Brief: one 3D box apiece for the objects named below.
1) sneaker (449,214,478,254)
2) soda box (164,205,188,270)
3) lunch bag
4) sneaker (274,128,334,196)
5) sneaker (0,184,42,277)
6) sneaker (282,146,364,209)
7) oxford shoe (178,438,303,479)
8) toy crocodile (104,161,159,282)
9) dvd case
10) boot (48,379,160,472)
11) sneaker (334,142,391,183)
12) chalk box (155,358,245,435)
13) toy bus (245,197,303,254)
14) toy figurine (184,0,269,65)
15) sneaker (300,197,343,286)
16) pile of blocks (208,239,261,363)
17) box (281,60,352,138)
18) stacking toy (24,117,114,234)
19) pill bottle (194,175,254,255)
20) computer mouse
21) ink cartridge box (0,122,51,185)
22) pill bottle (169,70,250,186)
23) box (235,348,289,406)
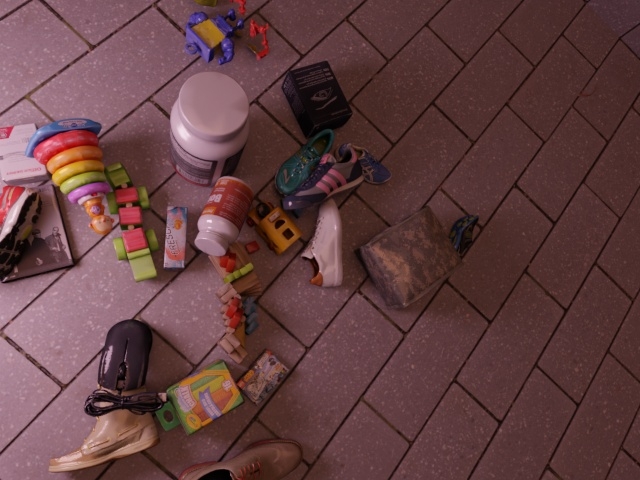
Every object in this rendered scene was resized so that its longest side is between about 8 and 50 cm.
[{"bbox_3d":[0.502,-0.015,1.723,0.078,0.067,0.188,45,66,-26],"label":"sneaker"},{"bbox_3d":[-0.419,-0.004,1.420,0.058,0.063,0.183,3,77,-17],"label":"soda box"},{"bbox_3d":[0.295,0.050,1.580,0.287,0.169,0.235,-30,88,-17],"label":"lunch bag"},{"bbox_3d":[-0.049,-0.257,1.569,0.107,0.110,0.275,38,71,-4],"label":"sneaker"},{"bbox_3d":[-0.832,-0.017,1.260,0.118,0.107,0.279,19,69,7],"label":"sneaker"},{"bbox_3d":[0.000,-0.195,1.524,0.319,0.112,0.131,-30,116,-36],"label":"sneaker"},{"bbox_3d":[-0.201,0.630,1.311,0.348,0.130,0.122,-13,82,-20],"label":"oxford shoe"},{"bbox_3d":[-0.530,-0.052,1.374,0.115,0.105,0.340,-12,82,-19],"label":"toy crocodile"},{"bbox_3d":[-0.790,-0.022,1.326,0.179,0.029,0.238,-15,82,-20],"label":"dvd case"},{"bbox_3d":[-0.564,0.463,1.256,0.262,0.095,0.203,-14,78,-12],"label":"boot"},{"bbox_3d":[0.149,-0.257,1.648,0.211,0.081,0.080,25,70,-13],"label":"sneaker"},{"bbox_3d":[-0.332,0.427,1.315,0.213,0.132,0.132,-28,87,-21],"label":"chalk box"},{"bbox_3d":[-0.147,-0.056,1.496,0.202,0.104,0.190,4,76,-17],"label":"toy bus"},{"bbox_3d":[-0.356,-0.681,1.534,0.217,0.191,0.362,-44,92,-16],"label":"toy figurine"},{"bbox_3d":[0.000,0.000,1.529,0.123,0.106,0.290,0,77,-16],"label":"sneaker"},{"bbox_3d":[-0.231,0.170,1.415,0.149,0.112,0.362,-5,80,-18],"label":"pile of blocks"},{"bbox_3d":[-0.013,-0.467,1.628,0.153,0.108,0.207,-23,86,-21],"label":"box"},{"bbox_3d":[-0.628,-0.154,1.297,0.175,0.166,0.301,-22,88,-46],"label":"stacking toy"},{"bbox_3d":[-0.278,-0.069,1.408,0.121,0.121,0.216,24,59,-11],"label":"pill bottle"},{"bbox_3d":[-0.492,0.306,1.260,0.189,0.072,0.272,3,47,-19],"label":"computer mouse"},{"bbox_3d":[-0.818,-0.233,1.345,0.109,0.063,0.150,-14,83,-20],"label":"ink cartridge box"},{"bbox_3d":[-0.309,-0.298,1.360,0.210,0.363,0.210,4,77,-17],"label":"pill bottle"},{"bbox_3d":[-0.171,0.398,1.428,0.094,0.027,0.137,46,69,-5],"label":"box"}]
